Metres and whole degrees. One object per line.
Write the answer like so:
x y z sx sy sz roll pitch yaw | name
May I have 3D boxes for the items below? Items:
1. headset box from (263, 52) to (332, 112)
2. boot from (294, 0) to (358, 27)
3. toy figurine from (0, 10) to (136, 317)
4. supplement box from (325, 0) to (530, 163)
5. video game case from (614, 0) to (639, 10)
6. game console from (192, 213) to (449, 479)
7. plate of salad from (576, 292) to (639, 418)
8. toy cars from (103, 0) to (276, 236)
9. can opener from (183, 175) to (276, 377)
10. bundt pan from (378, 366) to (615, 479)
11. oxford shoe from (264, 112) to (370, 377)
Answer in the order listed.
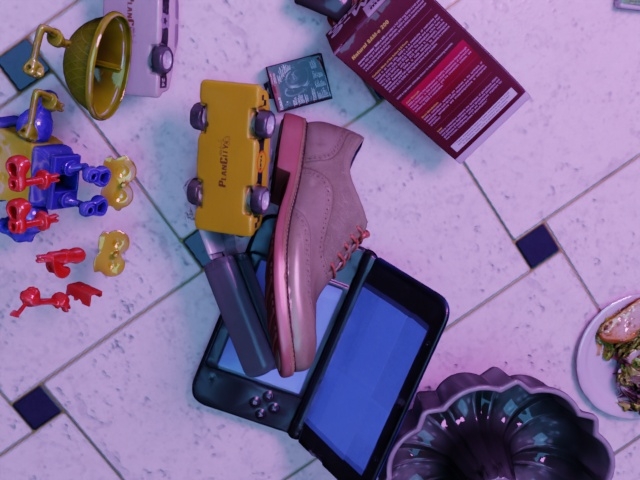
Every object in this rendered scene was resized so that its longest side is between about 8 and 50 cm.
-0.032 -0.207 1.155 0.083 0.032 0.062 -16 103 -2 | headset box
0.095 -0.335 1.118 0.244 0.088 0.176 10 103 -3 | boot
-0.366 -0.109 1.058 0.217 0.191 0.362 18 111 26 | toy figurine
0.137 -0.221 1.112 0.239 0.073 0.130 37 109 -29 | supplement box
0.514 -0.401 1.182 0.212 0.023 0.193 4 102 -8 | video game case
-0.010 0.148 1.166 0.250 0.173 0.293 21 99 -11 | game console
0.478 0.175 1.295 0.200 0.048 0.199 -2 102 -7 | plate of salad
-0.160 -0.190 1.093 0.176 0.087 0.393 -35 88 23 | toy cars
-0.106 0.037 1.141 0.093 0.074 0.280 -19 87 26 | can opener
0.229 0.321 1.216 0.331 0.124 0.330 -2 105 -6 | bundt pan
0.000 0.000 1.089 0.130 0.123 0.348 6 70 -7 | oxford shoe
